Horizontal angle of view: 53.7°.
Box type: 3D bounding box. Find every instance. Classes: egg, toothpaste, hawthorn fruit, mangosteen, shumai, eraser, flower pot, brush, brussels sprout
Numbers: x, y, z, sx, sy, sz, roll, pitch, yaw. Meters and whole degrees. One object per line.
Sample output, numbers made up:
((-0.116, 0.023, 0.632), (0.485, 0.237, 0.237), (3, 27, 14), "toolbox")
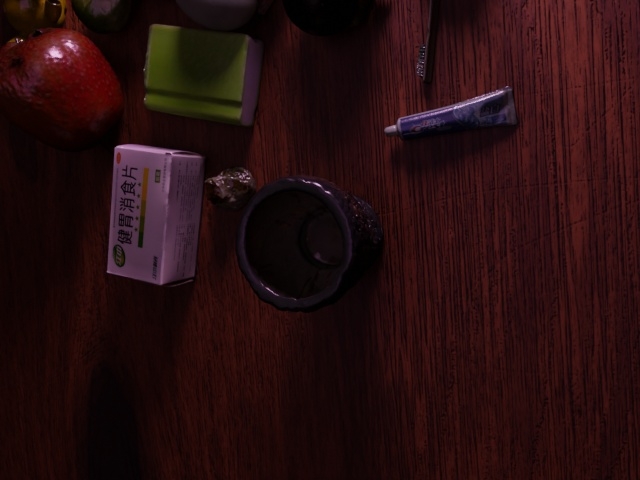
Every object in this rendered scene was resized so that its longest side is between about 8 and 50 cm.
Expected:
((-0.231, -0.541, 1.381), (0.192, 0.149, 0.150), (23, 104, 5), "egg")
((0.261, -0.246, 1.289), (0.268, 0.047, 0.069), (-9, 79, 21), "toothpaste")
((-0.624, -0.348, 1.566), (0.284, 0.285, 0.369), (-25, 124, 23), "hawthorn fruit")
((0.032, -0.518, 1.299), (0.230, 0.194, 0.194), (7, 99, -3), "mangosteen")
((-0.222, -0.123, 1.486), (0.123, 0.087, 0.099), (-40, 77, 20), "shumai")
((-0.278, -0.388, 1.487), (0.274, 0.092, 0.210), (11, 99, 21), "eraser")
((0.000, 0.000, 1.303), (0.266, 0.267, 0.267), (2, 95, 25), "flower pot")
((0.220, -0.419, 1.297), (0.027, 0.034, 0.191), (12, 101, 39), "brush")
((-0.538, -0.591, 1.566), (0.155, 0.117, 0.155), (0, 87, -2), "brussels sprout")

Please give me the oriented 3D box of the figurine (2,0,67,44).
((-0.742, -0.649, 1.621), (0.218, 0.169, 0.327), (-24, 84, 28), "figurine")

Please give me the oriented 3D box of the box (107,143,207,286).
((-0.399, -0.059, 1.540), (0.173, 0.145, 0.333), (11, 99, 25), "box")

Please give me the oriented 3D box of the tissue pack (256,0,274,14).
((-0.129, -0.565, 1.433), (0.063, 0.035, 0.083), (46, 110, 14), "tissue pack")
